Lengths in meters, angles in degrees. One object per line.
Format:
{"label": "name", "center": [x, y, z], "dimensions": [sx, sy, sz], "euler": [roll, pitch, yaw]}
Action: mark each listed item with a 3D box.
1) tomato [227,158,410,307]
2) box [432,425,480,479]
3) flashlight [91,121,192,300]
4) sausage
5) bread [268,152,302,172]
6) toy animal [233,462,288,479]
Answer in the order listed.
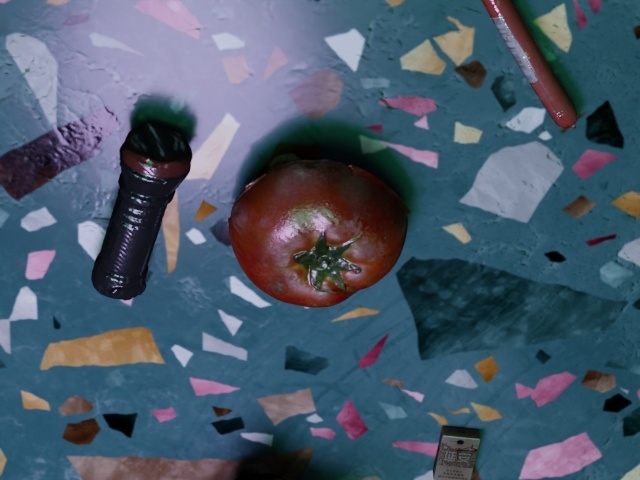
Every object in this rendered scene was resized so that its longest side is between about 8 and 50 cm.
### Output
{"label": "tomato", "center": [-0.002, 0.002, 1.726], "dimensions": [0.225, 0.085, 0.225], "euler": [0, 135, 0]}
{"label": "box", "center": [0.189, 0.298, 1.975], "dimensions": [0.053, 0.024, 0.083], "euler": [5, 124, -3]}
{"label": "flashlight", "center": [-0.225, -0.030, 1.740], "dimensions": [0.093, 0.093, 0.232], "euler": [17, 127, -10]}
{"label": "sausage", "center": [0.235, -0.223, 1.638], "dimensions": [0.034, 0.034, 0.253], "euler": [-26, 119, 16]}
{"label": "bread", "center": [-0.026, -0.074, 1.734], "dimensions": [0.088, 0.033, 0.049], "euler": [36, 120, -19]}
{"label": "toy animal", "center": [-0.090, 0.432, 1.875], "dimensions": [0.194, 0.344, 0.303], "euler": [37, 126, -24]}
